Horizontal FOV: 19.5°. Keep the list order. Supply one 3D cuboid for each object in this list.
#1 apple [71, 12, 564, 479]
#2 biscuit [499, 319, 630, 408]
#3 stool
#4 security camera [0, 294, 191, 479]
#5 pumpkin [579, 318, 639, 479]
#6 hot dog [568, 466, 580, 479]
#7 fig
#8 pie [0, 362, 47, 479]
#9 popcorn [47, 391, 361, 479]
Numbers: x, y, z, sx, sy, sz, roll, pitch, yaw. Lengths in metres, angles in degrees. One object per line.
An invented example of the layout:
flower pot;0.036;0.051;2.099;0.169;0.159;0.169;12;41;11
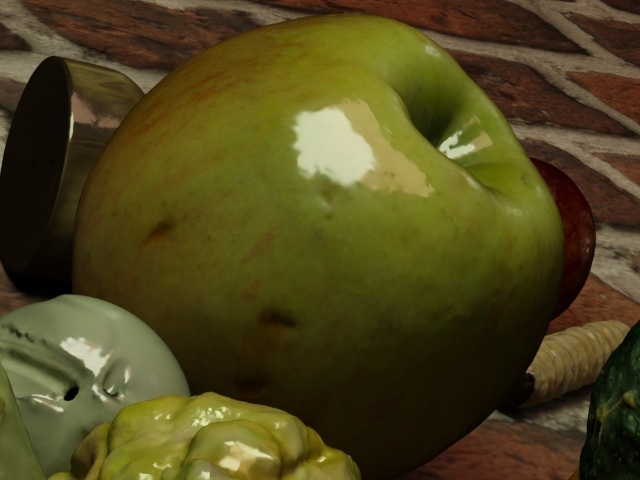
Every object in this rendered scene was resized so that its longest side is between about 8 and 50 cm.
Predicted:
apple;0.000;0.000;1.274;0.339;0.305;0.338;22;46;-25
biscuit;0.212;0.108;1.638;0.219;0.061;0.055;-10;81;-54
stool;-0.112;-0.037;1.519;0.264;0.179;0.179;12;21;-25
security camera;-0.199;0.085;1.089;0.277;0.191;0.197;24;64;7
pumpkin;0.267;0.168;1.212;0.197;0.292;0.263;2;0;34
hot dog;0.236;0.193;1.434;0.072;0.055;0.188;32;22;21
fig;0.163;0.022;1.688;0.175;0.175;0.207;19;34;-5
pie;-0.250;0.103;0.847;0.371;0.296;0.078;32;28;23
popcorn;-0.059;0.191;0.921;0.259;0.212;0.259;57;13;-21
